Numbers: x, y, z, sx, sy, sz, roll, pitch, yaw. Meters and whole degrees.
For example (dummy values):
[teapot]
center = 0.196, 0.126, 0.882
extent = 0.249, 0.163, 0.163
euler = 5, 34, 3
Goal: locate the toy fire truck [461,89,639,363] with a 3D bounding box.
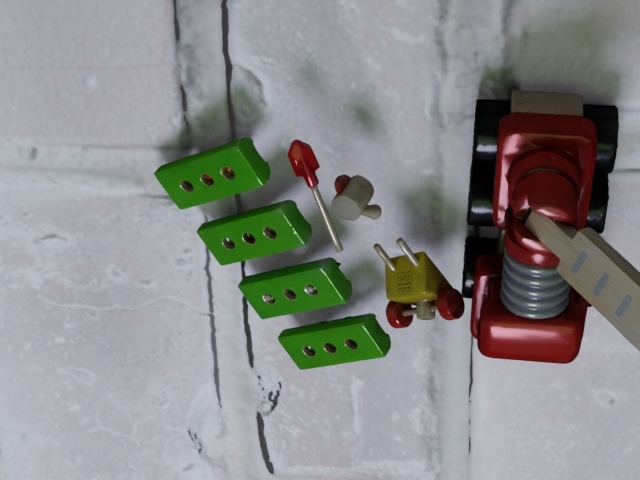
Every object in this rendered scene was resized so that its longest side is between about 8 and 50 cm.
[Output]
[toy fire truck]
center = 0.193, 0.026, 1.038
extent = 0.158, 0.246, 0.217
euler = 5, 125, 6

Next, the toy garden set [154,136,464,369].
[toy garden set]
center = 0.000, 0.000, 1.151
extent = 0.204, 0.049, 0.244
euler = -14, 121, 41
